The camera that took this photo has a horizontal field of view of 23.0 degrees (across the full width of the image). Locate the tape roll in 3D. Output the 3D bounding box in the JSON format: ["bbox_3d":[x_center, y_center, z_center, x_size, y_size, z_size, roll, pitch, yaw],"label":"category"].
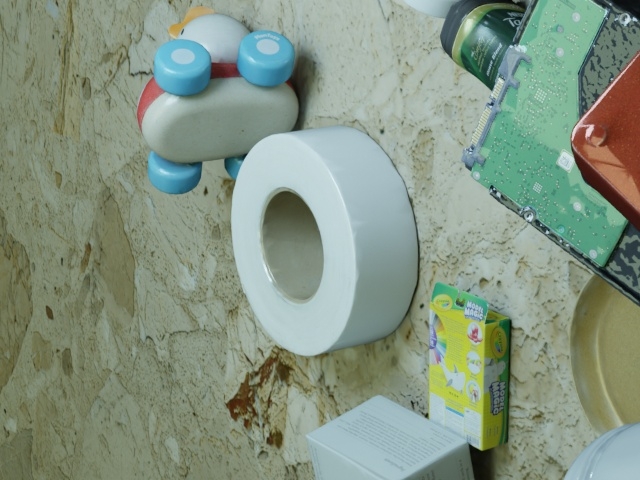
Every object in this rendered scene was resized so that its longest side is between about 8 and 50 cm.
[{"bbox_3d":[0.000,0.000,1.994,0.286,0.100,0.286,22,117,52],"label":"tape roll"}]

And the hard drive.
[{"bbox_3d":[0.303,-0.074,1.445,0.339,0.064,0.237,38,123,27],"label":"hard drive"}]

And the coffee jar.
[{"bbox_3d":[0.208,-0.184,1.632,0.184,0.096,0.079,47,130,38],"label":"coffee jar"}]

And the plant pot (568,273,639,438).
[{"bbox_3d":[0.341,0.128,1.580,0.236,0.032,0.236,22,117,53],"label":"plant pot"}]

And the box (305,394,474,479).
[{"bbox_3d":[0.092,0.310,1.892,0.182,0.119,0.181,22,131,52],"label":"box"}]

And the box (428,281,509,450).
[{"bbox_3d":[0.171,0.141,1.830,0.105,0.043,0.179,22,120,52],"label":"box"}]

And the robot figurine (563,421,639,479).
[{"bbox_3d":[0.345,0.246,1.371,0.353,0.300,0.200,-25,86,53],"label":"robot figurine"}]

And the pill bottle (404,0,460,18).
[{"bbox_3d":[0.150,-0.343,1.655,0.117,0.117,0.208,50,137,37],"label":"pill bottle"}]

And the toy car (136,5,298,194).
[{"bbox_3d":[-0.155,-0.223,2.094,0.219,0.210,0.238,100,156,-47],"label":"toy car"}]

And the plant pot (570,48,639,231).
[{"bbox_3d":[0.347,-0.069,1.196,0.267,0.235,0.267,-50,61,16],"label":"plant pot"}]
